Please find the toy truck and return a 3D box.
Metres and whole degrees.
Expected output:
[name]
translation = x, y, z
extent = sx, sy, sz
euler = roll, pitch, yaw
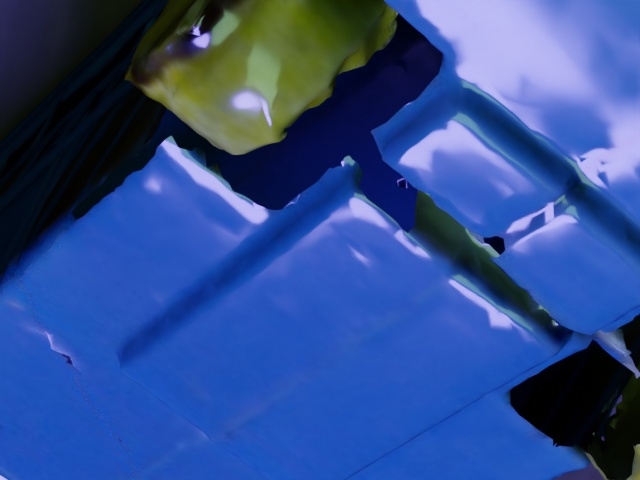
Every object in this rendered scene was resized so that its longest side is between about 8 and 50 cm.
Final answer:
[toy truck]
translation = 0.000, 0.000, 0.506
extent = 0.161, 0.162, 0.385
euler = 38, 134, -15
